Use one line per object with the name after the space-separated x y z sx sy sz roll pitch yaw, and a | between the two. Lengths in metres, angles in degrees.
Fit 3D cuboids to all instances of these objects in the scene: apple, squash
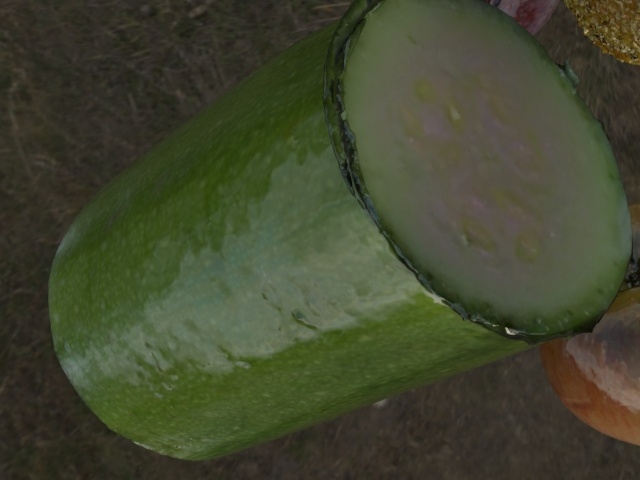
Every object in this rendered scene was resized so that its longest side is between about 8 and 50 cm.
0.519 0.119 1.755 0.391 0.391 0.346 -27 128 18 | apple
0.000 0.000 0.847 0.384 0.263 0.263 -28 97 47 | squash

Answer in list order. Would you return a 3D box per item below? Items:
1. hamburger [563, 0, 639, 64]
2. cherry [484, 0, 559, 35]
0.346 -0.308 1.144 0.179 0.294 0.276 -8 108 -21 | hamburger
0.238 -0.368 1.486 0.175 0.192 0.249 41 111 41 | cherry
